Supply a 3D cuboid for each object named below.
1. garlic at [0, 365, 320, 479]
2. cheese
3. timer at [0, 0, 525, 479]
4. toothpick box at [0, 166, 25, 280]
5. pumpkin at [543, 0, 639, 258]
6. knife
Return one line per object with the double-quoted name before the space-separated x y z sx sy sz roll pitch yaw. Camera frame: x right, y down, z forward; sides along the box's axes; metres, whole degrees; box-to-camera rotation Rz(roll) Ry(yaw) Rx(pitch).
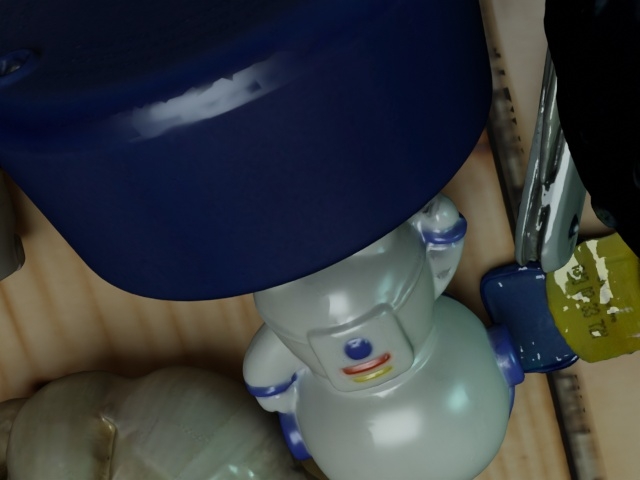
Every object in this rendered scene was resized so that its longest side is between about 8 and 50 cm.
"garlic" -0.121 0.165 0.902 0.281 0.203 0.185 17 97 8
"cheese" 0.216 0.024 0.845 0.250 0.064 0.156 -13 108 26
"timer" 0.000 0.000 0.802 0.270 0.270 0.383 -14 125 17
"toothpick box" -0.258 -0.056 0.878 0.111 0.111 0.181 -7 110 14
"pumpkin" 0.265 -0.090 0.534 0.363 0.363 0.266 -20 147 18
"knife" 0.141 -0.109 0.787 0.040 0.073 0.265 12 110 15
